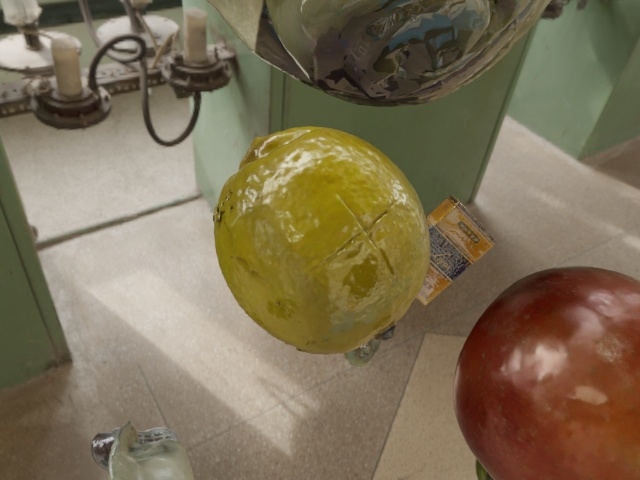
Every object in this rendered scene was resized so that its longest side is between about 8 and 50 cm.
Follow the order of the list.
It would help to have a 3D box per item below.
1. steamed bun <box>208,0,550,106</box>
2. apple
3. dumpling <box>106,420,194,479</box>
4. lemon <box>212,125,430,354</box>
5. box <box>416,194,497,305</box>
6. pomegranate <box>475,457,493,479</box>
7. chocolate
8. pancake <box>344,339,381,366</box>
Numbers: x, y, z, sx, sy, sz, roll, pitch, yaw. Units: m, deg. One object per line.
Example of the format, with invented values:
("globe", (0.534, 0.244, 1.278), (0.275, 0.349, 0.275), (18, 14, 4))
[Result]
("steamed bun", (0.049, -0.225, 0.426), (0.347, 0.394, 0.237), (-6, 70, 43))
("apple", (0.227, 0.132, 0.505), (0.218, 0.218, 0.201), (-25, 47, -29))
("dumpling", (-0.190, 0.268, 0.638), (0.092, 0.150, 0.176), (-7, 7, 5))
("lemon", (-0.001, 0.000, 0.780), (0.297, 0.297, 0.297), (4, 44, -3))
("box", (0.283, 0.025, 1.409), (0.152, 0.237, 0.070), (42, 15, -21))
("pomegranate", (0.315, 0.386, 0.996), (0.159, 0.129, 0.129), (28, 38, -24))
("chocolate", (-0.318, 0.360, 1.012), (0.167, 0.072, 0.072), (19, 26, -49))
("pancake", (0.095, 0.116, 1.090), (0.037, 0.253, 0.253), (10, 42, 21))
